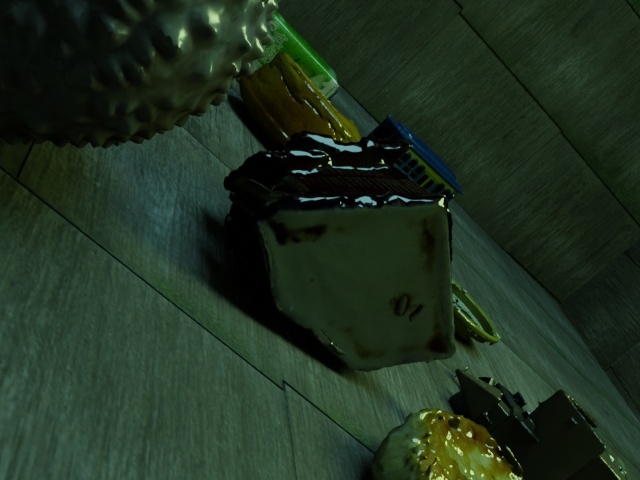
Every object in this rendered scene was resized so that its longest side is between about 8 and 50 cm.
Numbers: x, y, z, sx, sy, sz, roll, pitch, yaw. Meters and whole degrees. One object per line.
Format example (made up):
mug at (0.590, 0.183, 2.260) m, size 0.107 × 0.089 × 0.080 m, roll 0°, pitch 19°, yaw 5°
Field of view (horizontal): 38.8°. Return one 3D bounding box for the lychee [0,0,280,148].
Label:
lychee at (-0.216, -0.253, 0.801) m, size 0.380 × 0.380 × 0.432 m, roll 50°, pitch -7°, yaw 11°

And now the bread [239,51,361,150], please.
bread at (-0.041, -0.236, 1.759) m, size 0.270 × 0.142 × 0.195 m, roll 50°, pitch 11°, yaw 2°

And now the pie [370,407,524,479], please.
pie at (0.175, 0.322, 0.979) m, size 0.315 × 0.092 × 0.315 m, roll 45°, pitch 18°, yaw -19°

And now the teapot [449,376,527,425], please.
teapot at (0.276, 0.272, 1.404) m, size 0.087 × 0.096 × 0.177 m, roll 39°, pitch 15°, yaw -32°

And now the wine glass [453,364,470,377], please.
wine glass at (0.264, 0.256, 1.550) m, size 0.039 × 0.042 × 0.083 m, roll -29°, pitch 77°, yaw -37°

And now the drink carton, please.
drink carton at (-0.094, -0.384, 1.973) m, size 0.271 × 0.161 × 0.108 m, roll 43°, pitch 14°, yaw -20°

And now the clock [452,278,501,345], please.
clock at (0.272, 0.135, 1.874) m, size 0.237 × 0.057 × 0.237 m, roll 43°, pitch 13°, yaw -13°

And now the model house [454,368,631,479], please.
model house at (0.267, 0.262, 1.218) m, size 0.248 × 0.181 × 0.176 m, roll 50°, pitch 13°, yaw 3°

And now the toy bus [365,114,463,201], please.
toy bus at (0.216, -0.167, 2.301) m, size 0.287 × 0.175 × 0.138 m, roll 34°, pitch 18°, yaw -46°

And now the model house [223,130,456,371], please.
model house at (0.000, 0.000, 1.177) m, size 0.317 × 0.297 × 0.282 m, roll -5°, pitch 31°, yaw -25°
